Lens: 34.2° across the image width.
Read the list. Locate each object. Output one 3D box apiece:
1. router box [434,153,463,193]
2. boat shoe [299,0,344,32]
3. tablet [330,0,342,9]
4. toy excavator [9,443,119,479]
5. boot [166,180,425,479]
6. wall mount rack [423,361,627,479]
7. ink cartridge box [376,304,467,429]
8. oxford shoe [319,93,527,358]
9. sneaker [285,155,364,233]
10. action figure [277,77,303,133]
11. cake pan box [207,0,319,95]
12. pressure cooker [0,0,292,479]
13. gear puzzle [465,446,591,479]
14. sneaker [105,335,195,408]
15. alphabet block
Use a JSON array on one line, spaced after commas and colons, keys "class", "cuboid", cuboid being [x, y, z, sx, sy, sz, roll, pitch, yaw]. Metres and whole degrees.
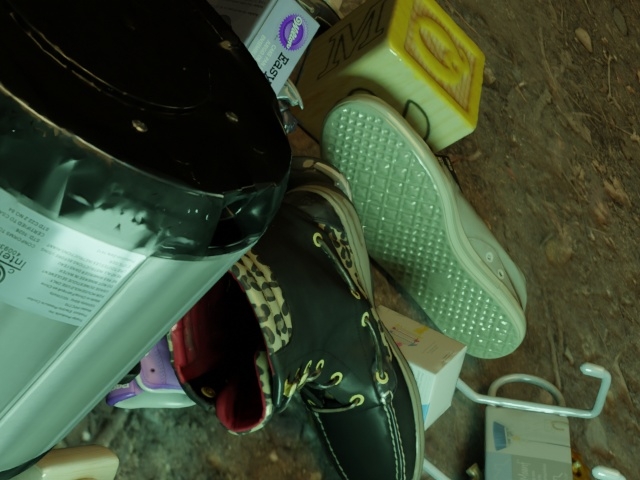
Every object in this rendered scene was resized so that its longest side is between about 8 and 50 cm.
[{"class": "router box", "cuboid": [0.182, -0.076, 1.629, 0.092, 0.038, 0.122, 1, 65, -50]}, {"class": "boat shoe", "cuboid": [-0.037, -0.358, 1.567, 0.206, 0.075, 0.065, 40, 83, -33]}, {"class": "tablet", "cuboid": [0.009, -0.382, 1.664, 0.054, 0.006, 0.083, 42, 40, -23]}, {"class": "toy excavator", "cuboid": [-0.107, 0.406, 0.774, 0.222, 0.433, 0.445, 5, 90, -48]}, {"class": "boot", "cuboid": [-0.019, 0.138, 1.096, 0.284, 0.138, 0.377, -24, 102, -63]}, {"class": "wall mount rack", "cuboid": [0.230, 0.242, 1.360, 0.304, 0.130, 0.350, 8, 33, 4]}, {"class": "ink cartridge box", "cuboid": [0.088, 0.152, 1.267, 0.143, 0.092, 0.090, 23, 30, 24]}, {"class": "oxford shoe", "cuboid": [0.150, -0.025, 1.455, 0.449, 0.169, 0.130, 51, 39, -23]}, {"class": "sneaker", "cuboid": [0.000, 0.000, 1.283, 0.229, 0.086, 0.132, 53, 39, -55]}, {"class": "action figure", "cuboid": [-0.097, -0.110, 1.227, 0.099, 0.185, 0.285, 21, 64, -12]}, {"class": "cake pan box", "cuboid": [-0.157, -0.147, 1.028, 0.070, 0.267, 0.246, 39, 78, -41]}, {"class": "pressure cooker", "cuboid": [-0.278, -0.022, 0.741, 0.370, 0.420, 0.375, 44, 24, 0]}, {"class": "gear puzzle", "cuboid": [0.302, 0.357, 1.472, 0.175, 0.044, 0.339, 55, 32, 11]}, {"class": "sneaker", "cuboid": [-0.210, 0.069, 1.021, 0.282, 0.102, 0.161, 35, 46, -30]}, {"class": "alphabet block", "cuboid": [0.099, -0.228, 1.503, 0.192, 0.197, 0.193, 39, 41, -25]}]
